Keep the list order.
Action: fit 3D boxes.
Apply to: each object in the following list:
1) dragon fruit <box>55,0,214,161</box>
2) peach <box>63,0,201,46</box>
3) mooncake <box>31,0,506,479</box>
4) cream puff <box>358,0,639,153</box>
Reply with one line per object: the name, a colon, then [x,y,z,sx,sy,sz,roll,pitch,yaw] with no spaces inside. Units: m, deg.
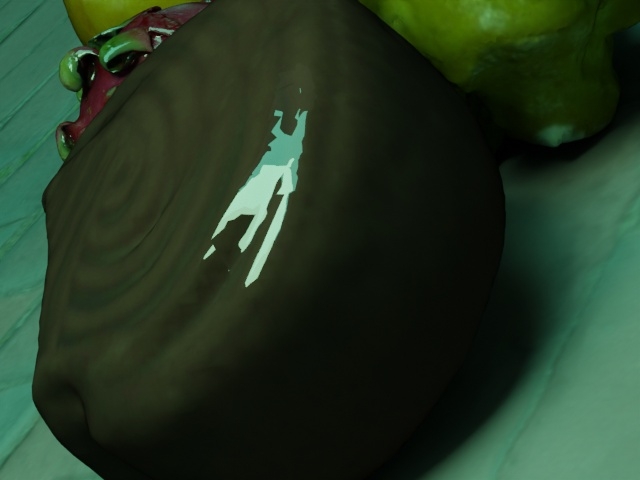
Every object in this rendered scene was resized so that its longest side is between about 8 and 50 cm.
dragon fruit: [-0.077,-0.107,1.506,0.273,0.198,0.218,-13,-12,-8]
peach: [-0.084,-0.255,1.735,0.289,0.308,0.288,-7,73,23]
mooncake: [-0.050,-0.002,1.103,0.334,0.174,0.325,-8,53,49]
cream puff: [0.056,-0.197,1.303,0.276,0.378,0.378,-32,20,0]
